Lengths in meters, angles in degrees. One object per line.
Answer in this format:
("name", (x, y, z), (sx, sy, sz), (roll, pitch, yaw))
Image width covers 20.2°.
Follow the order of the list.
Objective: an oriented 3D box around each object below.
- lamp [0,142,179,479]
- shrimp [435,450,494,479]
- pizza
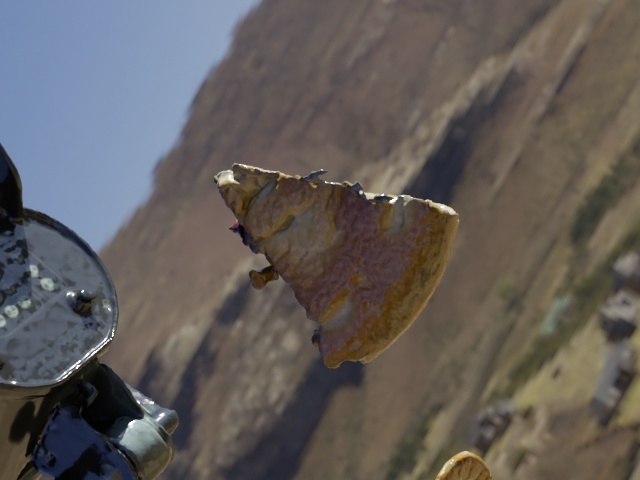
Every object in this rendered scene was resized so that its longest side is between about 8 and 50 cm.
("lamp", (-0.320, 0.103, 1.638), (0.272, 0.374, 0.205), (-32, 7, 44))
("shrimp", (0.099, 0.196, 1.240), (0.083, 0.023, 0.114), (-59, -40, -16))
("pizza", (0.001, -0.001, 1.396), (0.154, 0.194, 0.069), (-60, -12, 15))
